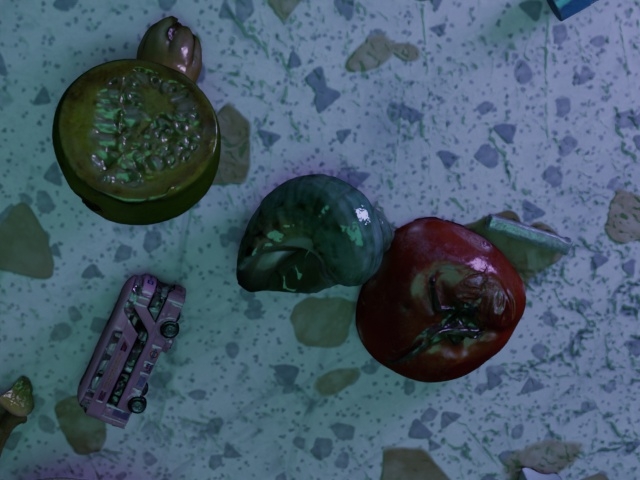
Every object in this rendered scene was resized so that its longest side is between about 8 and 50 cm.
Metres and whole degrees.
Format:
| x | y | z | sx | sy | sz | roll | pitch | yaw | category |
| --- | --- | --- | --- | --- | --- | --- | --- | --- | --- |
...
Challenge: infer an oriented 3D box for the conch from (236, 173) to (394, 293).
| x | y | z | sx | sy | sz | roll | pitch | yaw | category |
| --- | --- | --- | --- | --- | --- | --- | --- | --- | --- |
| -0.003 | -0.002 | 1.399 | 0.188 | 0.122 | 0.175 | 11 | 123 | 0 | conch |

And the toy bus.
| x | y | z | sx | sy | sz | roll | pitch | yaw | category |
| --- | --- | --- | --- | --- | --- | --- | --- | --- | --- |
| -0.242 | 0.142 | 1.450 | 0.090 | 0.063 | 0.203 | 24 | 104 | -12 | toy bus |

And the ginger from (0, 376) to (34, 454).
| x | y | z | sx | sy | sz | roll | pitch | yaw | category |
| --- | --- | --- | --- | --- | --- | --- | --- | --- | --- |
| -0.419 | 0.240 | 1.472 | 0.057 | 0.044 | 0.137 | 25 | 105 | -32 | ginger |

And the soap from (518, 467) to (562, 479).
| x | y | z | sx | sy | sz | roll | pitch | yaw | category |
| --- | --- | --- | --- | --- | --- | --- | --- | --- | --- |
| 0.292 | 0.433 | 1.573 | 0.067 | 0.119 | 0.198 | 13 | 106 | -8 | soap |

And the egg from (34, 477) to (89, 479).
| x | y | z | sx | sy | sz | roll | pitch | yaw | category |
| --- | --- | --- | --- | --- | --- | --- | --- | --- | --- |
| -0.319 | 0.414 | 1.480 | 0.264 | 0.174 | 0.286 | -41 | 134 | 4 | egg |

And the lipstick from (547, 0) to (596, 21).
| x | y | z | sx | sy | sz | roll | pitch | yaw | category |
| --- | --- | --- | --- | --- | --- | --- | --- | --- | --- |
| 0.351 | -0.326 | 1.372 | 0.158 | 0.048 | 0.048 | -29 | 108 | 7 | lipstick |

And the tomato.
| x | y | z | sx | sy | sz | roll | pitch | yaw | category |
| --- | --- | --- | --- | --- | --- | --- | --- | --- | --- |
| 0.161 | 0.088 | 1.461 | 0.228 | 0.101 | 0.227 | -3 | 109 | -9 | tomato |

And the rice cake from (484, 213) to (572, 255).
| x | y | z | sx | sy | sz | roll | pitch | yaw | category |
| --- | --- | --- | --- | --- | --- | --- | --- | --- | --- |
| 0.273 | -0.008 | 1.483 | 0.121 | 0.021 | 0.022 | 17 | 110 | -9 | rice cake |

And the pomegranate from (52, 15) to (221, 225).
| x | y | z | sx | sy | sz | roll | pitch | yaw | category |
| --- | --- | --- | --- | --- | --- | --- | --- | --- | --- |
| -0.219 | -0.132 | 1.327 | 0.190 | 0.159 | 0.240 | -10 | 81 | -12 | pomegranate |
